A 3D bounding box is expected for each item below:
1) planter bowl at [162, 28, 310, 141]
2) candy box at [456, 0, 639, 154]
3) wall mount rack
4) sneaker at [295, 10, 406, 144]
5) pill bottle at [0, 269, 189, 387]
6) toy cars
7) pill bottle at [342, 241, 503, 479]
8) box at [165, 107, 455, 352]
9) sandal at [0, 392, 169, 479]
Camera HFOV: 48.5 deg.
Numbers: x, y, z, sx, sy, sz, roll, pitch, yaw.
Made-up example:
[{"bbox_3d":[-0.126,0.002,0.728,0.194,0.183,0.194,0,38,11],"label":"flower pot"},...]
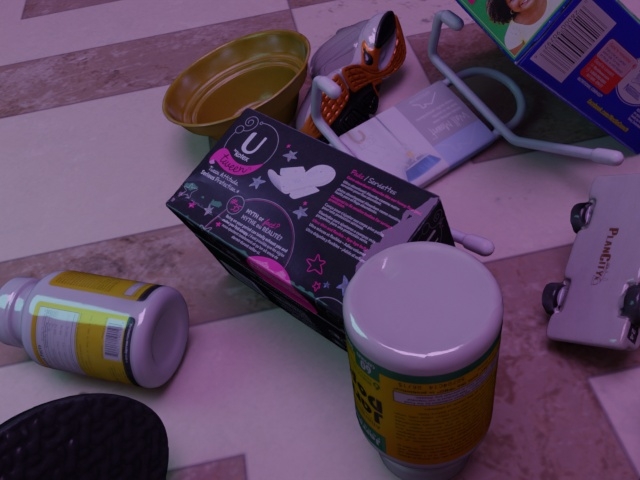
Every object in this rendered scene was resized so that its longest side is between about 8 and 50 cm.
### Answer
[{"bbox_3d":[-0.100,-0.191,0.976,0.217,0.090,0.217,-14,41,13],"label":"planter bowl"},{"bbox_3d":[0.285,-0.285,0.894,0.122,0.268,0.317,-50,41,24],"label":"candy box"},{"bbox_3d":[0.158,-0.118,0.852,0.350,0.130,0.304,-32,68,-19],"label":"wall mount rack"},{"bbox_3d":[0.023,-0.222,1.012,0.121,0.099,0.262,1,45,39],"label":"sneaker"},{"bbox_3d":[-0.237,0.086,0.731,0.184,0.103,0.103,8,48,17],"label":"pill bottle"},{"bbox_3d":[0.313,0.101,0.633,0.176,0.087,0.394,-38,38,24],"label":"toy cars"},{"bbox_3d":[0.083,0.111,0.578,0.117,0.208,0.118,-4,46,5],"label":"pill bottle"},{"bbox_3d":[0.000,0.000,0.718,0.247,0.163,0.142,30,75,32],"label":"box"},{"bbox_3d":[-0.284,0.287,0.513,0.107,0.168,0.446,-8,36,44],"label":"sandal"}]
